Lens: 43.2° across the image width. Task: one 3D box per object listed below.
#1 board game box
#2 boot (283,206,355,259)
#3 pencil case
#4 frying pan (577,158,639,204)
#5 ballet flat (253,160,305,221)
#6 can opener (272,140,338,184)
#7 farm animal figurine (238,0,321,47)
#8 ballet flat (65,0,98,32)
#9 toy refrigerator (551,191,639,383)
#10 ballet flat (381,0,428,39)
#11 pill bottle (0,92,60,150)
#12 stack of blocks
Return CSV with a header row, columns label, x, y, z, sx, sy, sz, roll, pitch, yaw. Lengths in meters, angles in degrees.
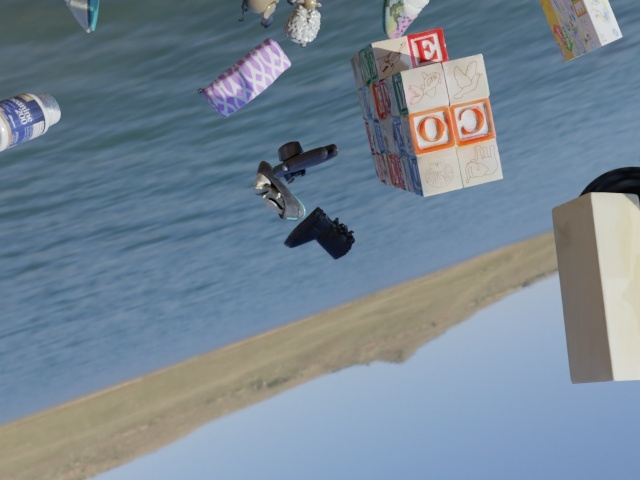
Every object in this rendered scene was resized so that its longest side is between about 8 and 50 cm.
label,x,y,z,sx,sy,sz,roll,pitch,yaw
board game box,0.275,-0.283,0.904,0.026,0.154,0.103,-24,-176,-4
boot,0.000,0.000,1.540,0.121,0.099,0.045,-42,-166,32
pencil case,-0.162,-0.353,1.766,0.206,0.086,0.088,-36,-161,1
frying pan,0.480,-0.081,1.263,0.197,0.325,0.053,-9,-179,39
ballet flat,-0.112,-0.114,1.874,0.074,0.203,0.074,-25,143,-20
can opener,-0.033,-0.145,1.464,0.059,0.073,0.186,-29,-168,-27
farm animal figurine,-0.100,-0.676,1.973,0.326,0.330,0.172,-62,176,-17
ballet flat,-0.429,-0.479,1.437,0.086,0.086,0.248,-17,152,-31
toy refrigerator,0.422,0.072,1.192,0.094,0.269,0.102,1,167,-18
ballet flat,0.148,-0.422,1.256,0.079,0.221,0.077,15,-167,31
pill bottle,-0.444,-0.179,1.192,0.067,0.067,0.120,-23,-170,37
stack of blocks,0.112,-0.152,0.943,0.087,0.171,0.297,-13,-171,-4
